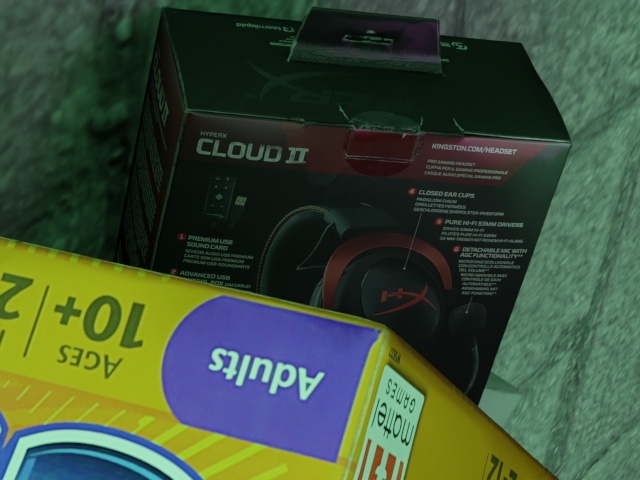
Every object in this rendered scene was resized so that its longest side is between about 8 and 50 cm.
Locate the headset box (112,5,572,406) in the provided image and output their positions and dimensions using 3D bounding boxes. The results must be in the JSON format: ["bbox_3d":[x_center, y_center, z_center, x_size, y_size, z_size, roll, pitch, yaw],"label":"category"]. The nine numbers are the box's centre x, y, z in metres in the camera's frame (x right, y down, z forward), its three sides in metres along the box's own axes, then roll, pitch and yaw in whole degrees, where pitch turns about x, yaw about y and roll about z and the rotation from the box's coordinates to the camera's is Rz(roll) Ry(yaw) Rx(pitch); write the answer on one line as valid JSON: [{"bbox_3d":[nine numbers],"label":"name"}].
[{"bbox_3d":[0.000,0.000,1.070,0.218,0.110,0.293,3,127,-16],"label":"headset box"}]

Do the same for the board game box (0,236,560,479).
[{"bbox_3d":[-0.130,0.210,0.814,0.356,0.356,0.356,42,62,-65],"label":"board game box"}]

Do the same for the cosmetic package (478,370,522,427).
[{"bbox_3d":[0.002,0.163,1.360,0.224,0.138,0.225,-59,156,7],"label":"cosmetic package"}]
